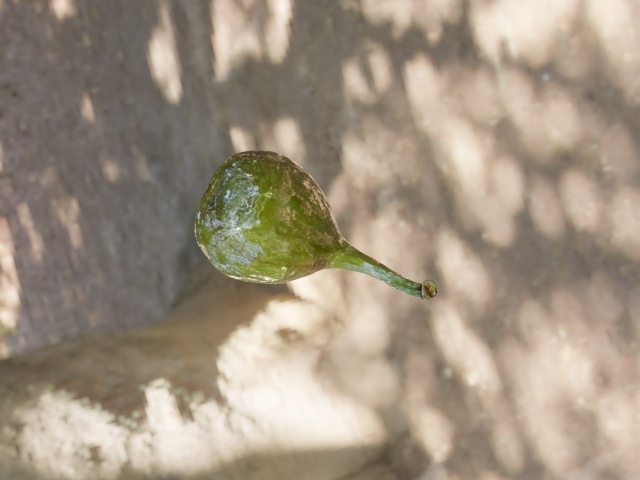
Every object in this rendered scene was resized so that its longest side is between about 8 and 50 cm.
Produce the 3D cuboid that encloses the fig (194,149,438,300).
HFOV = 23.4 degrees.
[{"bbox_3d":[0.000,0.000,1.431,0.124,0.236,0.124,21,-90,-87],"label":"fig"}]
